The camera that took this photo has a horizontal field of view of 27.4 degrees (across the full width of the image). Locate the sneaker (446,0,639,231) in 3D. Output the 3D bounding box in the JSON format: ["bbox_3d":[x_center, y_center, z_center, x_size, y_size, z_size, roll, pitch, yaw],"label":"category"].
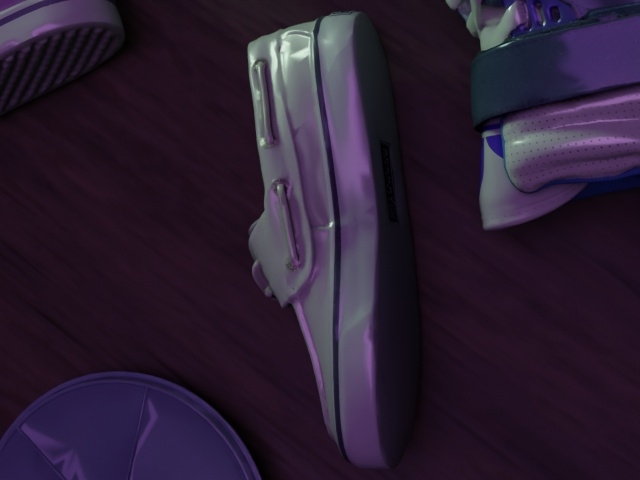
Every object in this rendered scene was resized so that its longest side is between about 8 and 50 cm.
[{"bbox_3d":[0.092,-0.130,0.722,0.323,0.130,0.236,19,88,11],"label":"sneaker"}]

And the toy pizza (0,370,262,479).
[{"bbox_3d":[-0.122,0.182,0.820,0.201,0.032,0.201,-1,87,17],"label":"toy pizza"}]

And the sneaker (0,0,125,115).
[{"bbox_3d":[-0.276,-0.144,0.853,0.282,0.102,0.161,-24,77,3],"label":"sneaker"}]

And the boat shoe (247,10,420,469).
[{"bbox_3d":[0.000,0.000,0.763,0.088,0.096,0.267,-9,84,19],"label":"boat shoe"}]
